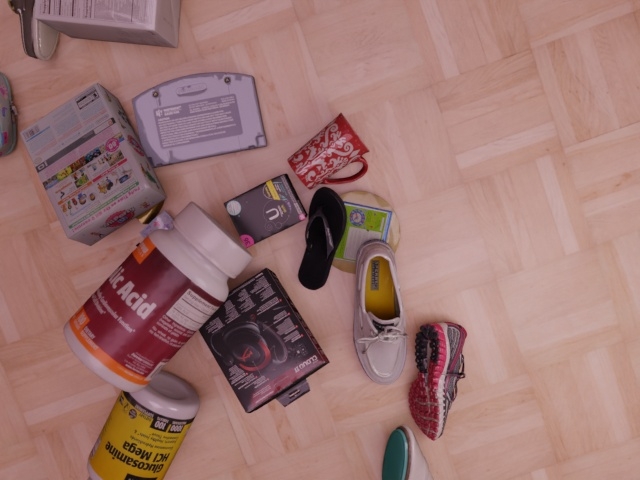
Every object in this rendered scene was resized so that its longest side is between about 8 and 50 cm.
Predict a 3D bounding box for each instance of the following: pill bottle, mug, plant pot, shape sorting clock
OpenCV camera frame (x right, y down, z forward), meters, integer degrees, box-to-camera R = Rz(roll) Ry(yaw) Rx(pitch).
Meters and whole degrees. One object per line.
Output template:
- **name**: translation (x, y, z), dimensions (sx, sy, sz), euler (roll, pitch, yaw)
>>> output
- **pill bottle**: translation (-0.348, 0.118, 1.440), dimensions (0.224, 0.224, 0.392), euler (43, 87, -3)
- **mug**: translation (0.026, -0.191, 1.540), dimensions (0.169, 0.113, 0.150), euler (-36, 92, 8)
- **pill bottle**: translation (-0.442, 0.495, 1.580), dimensions (0.188, 0.188, 0.334), euler (27, 96, -1)
- **plant pot**: translation (-0.421, -0.096, 1.576), dimensions (0.081, 0.081, 0.083), euler (42, 91, -3)
- **shape sorting clock**: translation (0.091, -0.019, 1.588), dimensions (0.206, 0.040, 0.206), euler (0, 105, 1)

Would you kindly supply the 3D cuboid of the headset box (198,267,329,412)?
- **headset box**: translation (-0.132, 0.248, 1.543), dimensions (0.218, 0.110, 0.293), euler (-34, 77, 1)

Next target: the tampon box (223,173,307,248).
- **tampon box**: translation (-0.128, -0.072, 1.558), dimensions (0.161, 0.101, 0.120), euler (-27, 94, 4)

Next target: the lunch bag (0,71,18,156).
- **lunch bag**: translation (-0.867, -0.302, 1.550), dimensions (0.279, 0.108, 0.224), euler (-5, 93, 1)

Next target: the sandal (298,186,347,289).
- **sandal**: translation (0.001, 0.001, 1.554), dimensions (0.097, 0.054, 0.255), euler (16, 106, 25)

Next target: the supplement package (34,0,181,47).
- **supplement package**: translation (-0.465, -0.560, 1.467), dimensions (0.262, 0.199, 0.198), euler (6, 96, 1)

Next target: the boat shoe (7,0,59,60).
- **boat shoe**: translation (-0.670, -0.570, 1.521), dimensions (0.091, 0.109, 0.305), euler (1, 90, 2)

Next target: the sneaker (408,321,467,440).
- **sneaker**: translation (0.296, 0.345, 1.589), dimensions (0.112, 0.121, 0.299), euler (-2, 105, -29)

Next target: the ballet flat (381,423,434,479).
- **ballet flat**: translation (0.212, 0.640, 1.623), dimensions (0.139, 0.139, 0.400), euler (9, 100, 0)

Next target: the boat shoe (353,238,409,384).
- **boat shoe**: translation (0.146, 0.190, 1.539), dimensions (0.135, 0.156, 0.367), euler (-1, 104, 1)

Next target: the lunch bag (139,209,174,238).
- **lunch bag**: translation (-0.383, -0.022, 1.595), dimensions (0.083, 0.053, 0.071), euler (-42, 91, 15)

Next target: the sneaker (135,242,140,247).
- **sneaker**: translation (-0.388, 0.106, 1.607), dimensions (0.083, 0.098, 0.224), euler (-25, 118, -18)

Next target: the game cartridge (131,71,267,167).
- **game cartridge**: translation (-0.290, -0.295, 1.565), dimensions (0.297, 0.062, 0.198), euler (-10, 91, 2)

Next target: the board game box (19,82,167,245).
- **board game box**: translation (-0.526, -0.175, 1.513), dimensions (0.224, 0.097, 0.303), euler (-31, 73, 5)
